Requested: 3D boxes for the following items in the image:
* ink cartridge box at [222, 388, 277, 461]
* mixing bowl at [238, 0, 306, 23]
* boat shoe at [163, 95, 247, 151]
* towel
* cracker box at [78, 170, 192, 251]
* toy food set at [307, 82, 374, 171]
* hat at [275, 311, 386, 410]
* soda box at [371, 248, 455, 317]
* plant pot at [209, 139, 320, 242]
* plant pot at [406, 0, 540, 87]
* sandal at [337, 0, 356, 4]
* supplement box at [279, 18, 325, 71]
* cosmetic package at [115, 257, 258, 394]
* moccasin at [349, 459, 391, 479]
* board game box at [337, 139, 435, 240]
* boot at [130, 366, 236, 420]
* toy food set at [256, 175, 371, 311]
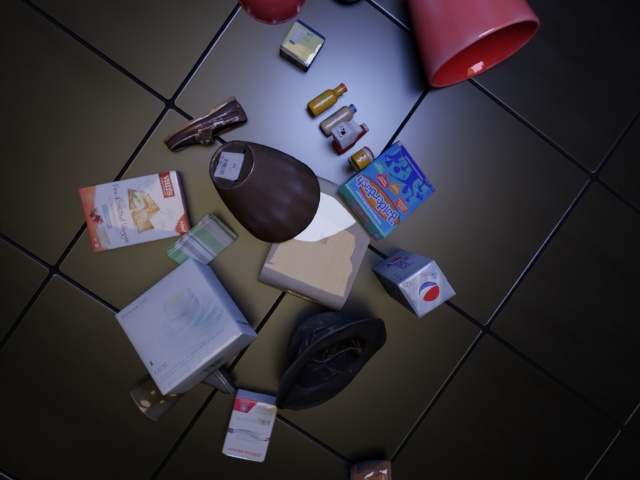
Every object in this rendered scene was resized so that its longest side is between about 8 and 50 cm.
[{"bbox_3d":[-0.178,0.470,1.331,0.109,0.063,0.151,14,93,-6],"label":"ink cartridge box"},{"bbox_3d":[-0.115,-0.621,1.236,0.181,0.098,0.182,0,94,-6],"label":"mixing bowl"},{"bbox_3d":[-0.275,-0.267,1.261,0.207,0.073,0.073,-32,94,-2],"label":"boat shoe"},{"bbox_3d":[-0.286,0.012,1.276,0.152,0.023,0.113,-42,135,-1],"label":"towel"},{"bbox_3d":[-0.442,-0.072,1.265,0.232,0.067,0.156,-12,96,-5],"label":"cracker box"},{"bbox_3d":[0.076,-0.267,1.262,0.104,0.111,0.232,-36,61,-2],"label":"toy food set"},{"bbox_3d":[-0.001,0.266,1.279,0.331,0.331,0.134,-40,58,-1],"label":"hat"},{"bbox_3d":[0.208,0.092,1.224,0.098,0.286,0.091,-34,96,-3],"label":"soda box"},{"bbox_3d":[-0.141,-0.126,1.165,0.215,0.230,0.216,-6,74,21],"label":"plant pot"},{"bbox_3d":[0.329,-0.532,1.212,0.274,0.275,0.243,-22,85,-3],"label":"plant pot"},{"bbox_3d":[-0.025,-0.774,1.242,0.167,0.107,0.446,-32,109,-3],"label":"sandal"},{"bbox_3d":[-0.045,-0.473,1.274,0.083,0.056,0.083,32,91,-7],"label":"supplement box"},{"bbox_3d":[-0.311,0.201,1.229,0.224,0.138,0.225,-38,73,-1],"label":"cosmetic package"},{"bbox_3d":[0.183,0.756,1.358,0.146,0.139,0.380,-13,86,5],"label":"moccasin"},{"bbox_3d":[0.165,-0.124,1.282,0.210,0.047,0.160,-41,98,-27],"label":"board game box"},{"bbox_3d":[-0.341,0.374,1.304,0.189,0.076,0.208,44,83,8],"label":"boot"},{"bbox_3d":[0.000,0.000,1.308,0.219,0.092,0.306,22,84,-6],"label":"toy food set"}]
